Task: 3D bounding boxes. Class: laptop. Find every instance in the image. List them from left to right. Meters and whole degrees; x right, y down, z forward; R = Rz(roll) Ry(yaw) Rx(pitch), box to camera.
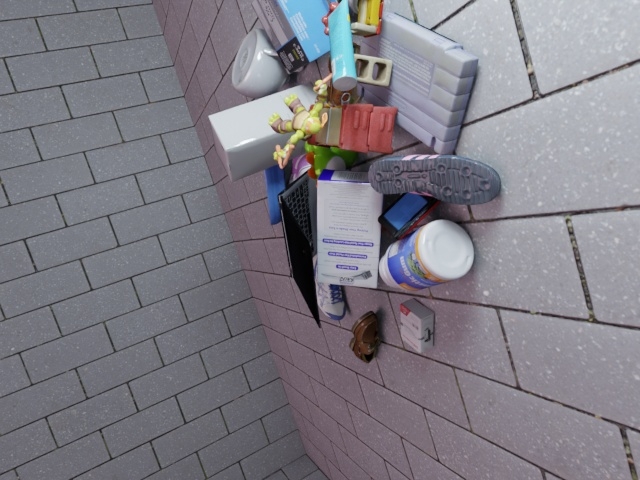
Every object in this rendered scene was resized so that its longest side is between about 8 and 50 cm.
[{"bbox_3d":[0.000,0.000,1.541,0.237,0.408,0.381,21,137,27],"label":"laptop"}]

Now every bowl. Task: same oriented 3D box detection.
[{"bbox_3d":[-0.194,-0.262,1.888,0.391,0.077,0.390,174,90,-84],"label":"bowl"}]

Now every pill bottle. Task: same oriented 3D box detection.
[{"bbox_3d":[0.263,0.053,1.191,0.152,0.152,0.272,67,157,7],"label":"pill bottle"}]

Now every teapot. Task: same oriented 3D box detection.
[{"bbox_3d":[-0.191,-0.619,1.620,0.252,0.187,0.256,-53,38,32],"label":"teapot"}]

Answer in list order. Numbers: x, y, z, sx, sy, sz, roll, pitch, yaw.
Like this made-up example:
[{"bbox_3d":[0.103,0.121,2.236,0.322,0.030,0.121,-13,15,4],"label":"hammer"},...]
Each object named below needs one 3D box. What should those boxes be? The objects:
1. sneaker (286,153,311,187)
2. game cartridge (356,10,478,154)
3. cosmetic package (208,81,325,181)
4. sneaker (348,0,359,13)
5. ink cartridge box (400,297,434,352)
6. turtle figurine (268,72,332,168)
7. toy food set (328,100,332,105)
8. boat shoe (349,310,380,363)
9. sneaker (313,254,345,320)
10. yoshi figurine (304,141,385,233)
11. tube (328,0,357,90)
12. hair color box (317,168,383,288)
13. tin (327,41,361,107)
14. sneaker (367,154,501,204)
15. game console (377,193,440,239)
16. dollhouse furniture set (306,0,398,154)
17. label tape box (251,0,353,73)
[{"bbox_3d":[-0.074,-0.289,1.753,0.282,0.102,0.160,144,115,-63],"label":"sneaker"},{"bbox_3d":[0.211,-0.388,1.068,0.355,0.068,0.230,51,147,38],"label":"game cartridge"},{"bbox_3d":[-0.166,-0.360,1.502,0.155,0.366,0.197,62,163,18],"label":"cosmetic package"},{"bbox_3d":[0.097,-0.679,1.035,0.169,0.108,0.292,59,165,20],"label":"sneaker"},{"bbox_3d":[0.301,0.264,1.403,0.099,0.056,0.135,38,141,52],"label":"ink cartridge box"},{"bbox_3d":[-0.040,-0.306,1.115,0.269,0.087,0.217,-60,33,10],"label":"turtle figurine"},{"bbox_3d":[0.048,-0.421,1.445,0.083,0.020,0.083,21,128,61],"label":"toy food set"},{"bbox_3d":[0.184,0.370,1.704,0.104,0.111,0.307,52,161,28],"label":"boat shoe"},{"bbox_3d":[0.036,0.191,1.860,0.296,0.112,0.131,68,157,2],"label":"sneaker"},{"bbox_3d":[0.089,-0.185,1.426,0.362,0.204,0.203,62,-159,-18],"label":"yoshi figurine"},{"bbox_3d":[0.044,-0.434,0.992,0.080,0.052,0.206,-24,66,50],"label":"tube"},{"bbox_3d":[0.089,-0.032,1.323,0.110,0.185,0.338,-68,-19,-62],"label":"hair color box"},{"bbox_3d":[0.071,-0.458,1.259,0.189,0.106,0.040,95,154,-44],"label":"tin"},{"bbox_3d":[0.278,-0.159,1.066,0.319,0.131,0.112,15,117,36],"label":"sneaker"},{"bbox_3d":[0.224,-0.078,1.159,0.085,0.144,0.124,45,-175,6],"label":"game console"},{"bbox_3d":[0.087,-0.409,1.123,0.201,0.152,0.373,30,118,57],"label":"dollhouse furniture set"},{"bbox_3d":[-0.066,-0.638,1.296,0.240,0.106,0.334,59,168,-20],"label":"label tape box"}]
